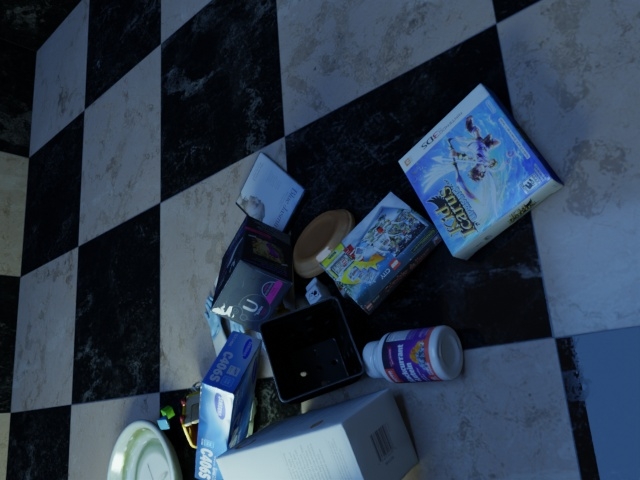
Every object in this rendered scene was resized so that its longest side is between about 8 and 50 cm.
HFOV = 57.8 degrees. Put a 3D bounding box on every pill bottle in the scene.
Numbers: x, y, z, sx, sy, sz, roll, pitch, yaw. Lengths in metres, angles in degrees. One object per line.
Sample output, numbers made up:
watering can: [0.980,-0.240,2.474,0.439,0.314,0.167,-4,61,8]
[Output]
pill bottle: [0.185,0.239,1.196,0.193,0.108,0.108,-17,70,41]

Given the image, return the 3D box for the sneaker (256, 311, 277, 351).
sneaker: [-0.144,0.234,1.539,0.086,0.085,0.237,-58,45,28]

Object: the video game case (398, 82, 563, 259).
video game case: [0.313,-0.140,1.186,0.244,0.061,0.270,-44,54,30]

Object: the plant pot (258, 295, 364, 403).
plant pot: [-0.012,0.266,1.316,0.188,0.167,0.188,-20,61,-2]

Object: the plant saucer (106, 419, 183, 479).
plant saucer: [-0.522,0.757,1.782,0.400,0.100,0.401,-11,74,42]

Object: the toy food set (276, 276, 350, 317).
toy food set: [-0.008,0.129,1.405,0.232,0.111,0.105,-50,51,25]

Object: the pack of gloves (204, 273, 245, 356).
pack of gloves: [-0.272,0.226,1.707,0.195,0.046,0.232,-57,45,35]

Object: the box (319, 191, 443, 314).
box: [0.131,0.025,1.271,0.233,0.044,0.159,-45,55,-1]

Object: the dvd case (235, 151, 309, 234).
dvd case: [-0.144,-0.121,1.656,0.253,0.022,0.180,43,111,40]

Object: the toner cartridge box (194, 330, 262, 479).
toner cartridge box: [-0.211,0.387,1.315,0.075,0.165,0.348,17,127,7]

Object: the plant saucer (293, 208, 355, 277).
plant saucer: [0.000,0.000,1.416,0.200,0.037,0.200,-38,28,25]

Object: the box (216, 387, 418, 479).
box: [-0.008,0.459,1.214,0.345,0.215,0.168,-26,82,32]

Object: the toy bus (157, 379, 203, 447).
toy bus: [-0.335,0.501,1.647,0.190,0.202,0.105,-5,108,37]

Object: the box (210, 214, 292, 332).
box: [-0.168,0.078,1.469,0.165,0.143,0.270,-58,15,21]

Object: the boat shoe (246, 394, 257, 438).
boat shoe: [-0.219,0.447,1.556,0.109,0.094,0.303,-6,68,55]
